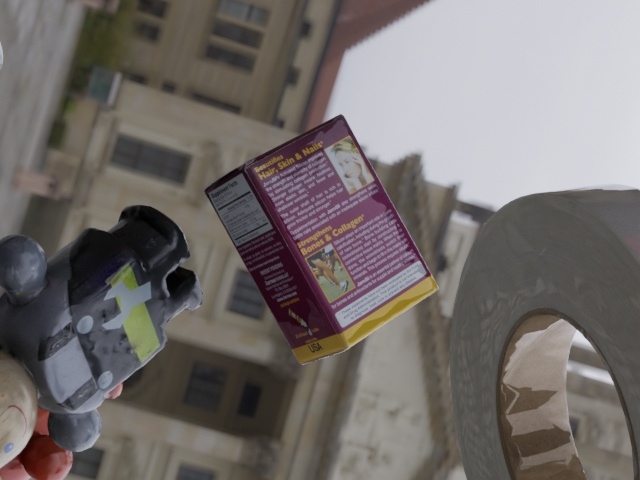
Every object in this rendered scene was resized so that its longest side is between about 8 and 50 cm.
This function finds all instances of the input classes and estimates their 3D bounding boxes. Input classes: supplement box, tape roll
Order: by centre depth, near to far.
[{"bbox_3d":[0.000,0.000,0.601,0.055,0.083,0.043,-30,-178,-31],"label":"supplement box"},{"bbox_3d":[0.219,0.151,1.169,0.392,0.072,0.392,172,-90,-68],"label":"tape roll"}]

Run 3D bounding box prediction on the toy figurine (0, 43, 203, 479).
[{"bbox_3d":[-0.177,0.020,0.626,0.148,0.213,0.209,-40,-179,-32],"label":"toy figurine"}]
